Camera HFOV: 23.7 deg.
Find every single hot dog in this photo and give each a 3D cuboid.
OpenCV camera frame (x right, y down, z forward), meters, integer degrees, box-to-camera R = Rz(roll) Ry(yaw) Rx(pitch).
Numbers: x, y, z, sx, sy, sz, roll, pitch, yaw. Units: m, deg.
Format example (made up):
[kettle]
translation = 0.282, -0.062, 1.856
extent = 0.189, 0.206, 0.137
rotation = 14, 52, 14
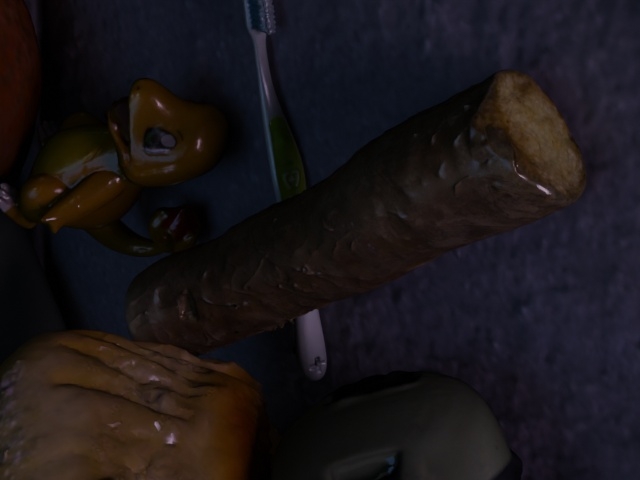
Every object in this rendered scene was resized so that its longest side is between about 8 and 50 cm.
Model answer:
[hot dog]
translation = -0.093, 0.244, 0.886
extent = 0.367, 0.196, 0.365
rotation = 67, -163, -53

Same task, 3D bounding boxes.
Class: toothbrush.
[toothbrush]
translation = -0.022, -0.034, 0.950
extent = 0.026, 0.022, 0.263
rotation = 24, 127, 56

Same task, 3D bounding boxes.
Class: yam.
[yam]
translation = 0.000, 0.000, 0.872
extent = 0.356, 0.081, 0.081
rotation = -25, 89, 45

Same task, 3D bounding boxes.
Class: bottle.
[bottle]
translation = 0.079, 0.246, 0.860
extent = 0.168, 0.168, 0.347
rotation = -12, 98, 52

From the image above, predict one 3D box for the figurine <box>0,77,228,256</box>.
[figurine]
translation = -0.121, -0.040, 1.023
extent = 0.176, 0.121, 0.122
rotation = -22, 120, 43

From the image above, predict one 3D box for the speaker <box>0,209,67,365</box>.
[speaker]
translation = -0.383, 0.077, 1.319
extent = 0.406, 0.183, 0.184
rotation = -20, 88, 52

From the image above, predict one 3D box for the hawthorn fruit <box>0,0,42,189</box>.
[hawthorn fruit]
translation = -0.300, -0.139, 1.082
extent = 0.210, 0.210, 0.262
rotation = -22, 61, 53
